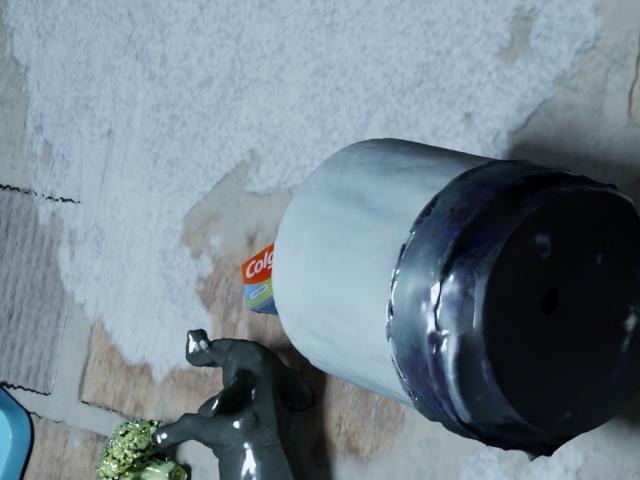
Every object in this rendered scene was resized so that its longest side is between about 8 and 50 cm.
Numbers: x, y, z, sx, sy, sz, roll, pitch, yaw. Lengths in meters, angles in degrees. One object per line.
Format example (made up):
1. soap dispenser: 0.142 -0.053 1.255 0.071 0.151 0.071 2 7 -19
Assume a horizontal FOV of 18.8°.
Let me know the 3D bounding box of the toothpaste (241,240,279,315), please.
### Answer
1. toothpaste: 0.000 0.000 1.791 0.193 0.044 0.070 -33 56 42

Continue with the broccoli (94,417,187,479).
1. broccoli: -0.181 0.238 1.938 0.092 0.095 0.097 3 47 32

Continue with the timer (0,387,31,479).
1. timer: -0.448 0.263 2.252 0.250 0.091 0.232 29 104 46

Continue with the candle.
1. candle: 0.094 0.033 1.532 0.342 0.221 0.221 15 93 54

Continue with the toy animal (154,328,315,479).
1. toy animal: -0.069 0.190 1.796 0.146 0.114 0.245 -31 80 51
